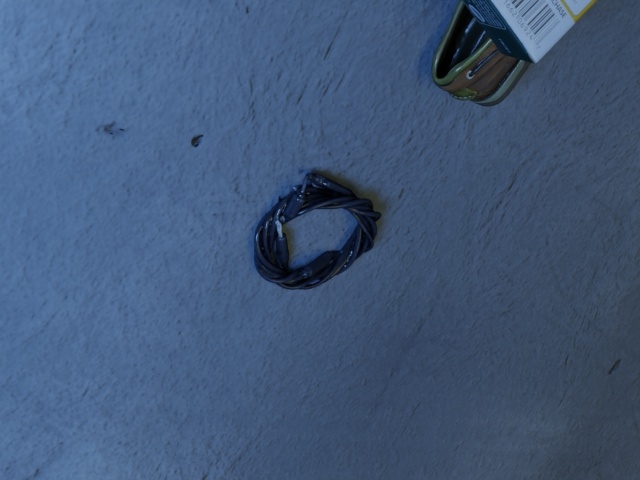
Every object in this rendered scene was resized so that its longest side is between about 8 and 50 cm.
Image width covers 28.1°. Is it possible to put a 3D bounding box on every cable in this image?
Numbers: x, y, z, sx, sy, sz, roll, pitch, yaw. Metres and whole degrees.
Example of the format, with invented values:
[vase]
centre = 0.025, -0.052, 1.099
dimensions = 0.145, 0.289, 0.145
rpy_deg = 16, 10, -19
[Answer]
[cable]
centre = 0.000, 0.000, 1.592
dimensions = 0.184, 0.047, 0.151
rpy_deg = 24, 100, -49

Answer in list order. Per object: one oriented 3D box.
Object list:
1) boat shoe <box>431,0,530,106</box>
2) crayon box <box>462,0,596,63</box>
[boat shoe]
centre = 0.239, -0.305, 1.544
dimensions = 0.104, 0.110, 0.307
rpy_deg = 10, 110, -47
[crayon box]
centre = 0.278, -0.385, 1.434
dimensions = 0.323, 0.083, 0.203
rpy_deg = -45, 118, -5
